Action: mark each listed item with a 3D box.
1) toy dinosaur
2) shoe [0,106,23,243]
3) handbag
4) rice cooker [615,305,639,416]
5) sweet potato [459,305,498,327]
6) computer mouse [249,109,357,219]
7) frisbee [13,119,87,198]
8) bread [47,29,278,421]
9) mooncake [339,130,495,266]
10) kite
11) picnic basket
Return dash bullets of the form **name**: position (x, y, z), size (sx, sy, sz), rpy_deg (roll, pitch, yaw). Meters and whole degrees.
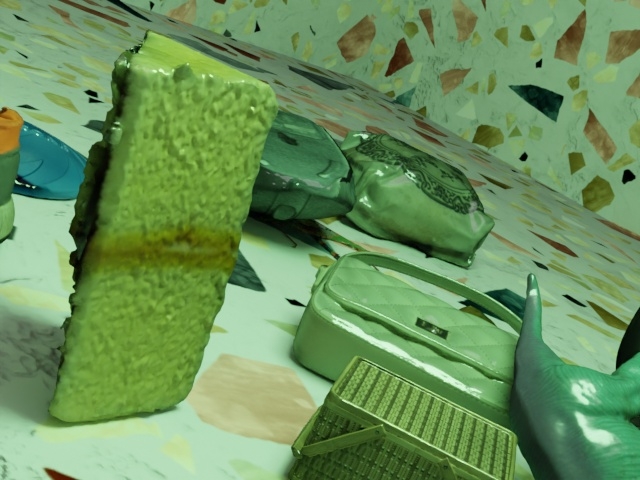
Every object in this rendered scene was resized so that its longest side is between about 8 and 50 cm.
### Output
- **toy dinosaur**: position (0.189, 0.173, 0.766), size (0.331, 0.129, 0.383), rpy_deg (4, 45, -48)
- **shoe**: position (-0.409, -0.125, 0.849), size (0.336, 0.171, 0.132), rpy_deg (23, 15, -8)
- **handbag**: position (0.109, 0.089, 1.006), size (0.256, 0.079, 0.219), rpy_deg (26, 32, 4)
- **rice cooker**: position (0.504, 0.148, 1.186), size (0.267, 0.267, 0.224), rpy_deg (16, 21, -30)
- **sweet potato**: position (0.196, 0.142, 1.098), size (0.081, 0.062, 0.233), rpy_deg (17, 19, -28)
- **computer mouse**: position (-0.056, -0.091, 1.377), size (0.203, 0.114, 0.374), rpy_deg (13, 19, -8)
- **frisbee**: position (-0.370, -0.117, 1.137), size (0.242, 0.045, 0.242), rpy_deg (21, 16, -6)
- **bread**: position (-0.125, -0.010, 0.721), size (0.142, 0.266, 0.178), rpy_deg (13, 18, -24)
- **mooncake**: position (0.143, -0.081, 1.631), size (0.250, 0.136, 0.254), rpy_deg (23, 15, -21)
- **kite**: position (0.000, 0.000, 1.376), size (0.198, 0.006, 0.244), rpy_deg (16, 17, -29)
- **picnic basket**: position (0.067, 0.167, 0.764), size (0.164, 0.079, 0.115), rpy_deg (26, 15, 8)
